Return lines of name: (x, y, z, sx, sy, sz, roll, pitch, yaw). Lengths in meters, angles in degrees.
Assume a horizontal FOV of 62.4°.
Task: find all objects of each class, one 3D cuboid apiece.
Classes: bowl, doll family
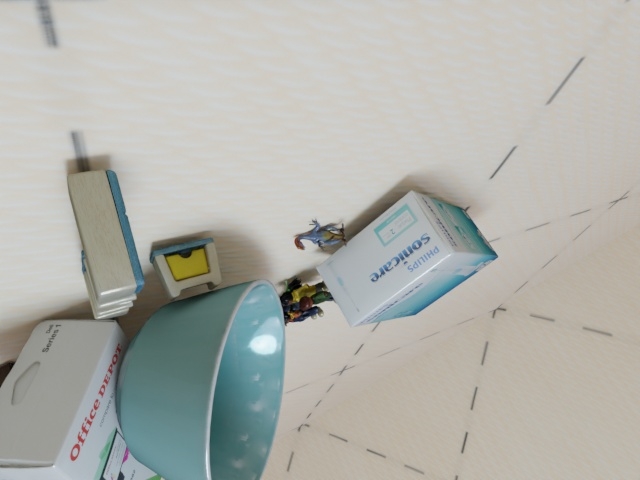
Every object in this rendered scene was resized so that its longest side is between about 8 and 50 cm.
bowl: (-0.167, 0.203, 0.743, 0.163, 0.312, 0.311, 4, 157, 11)
doll family: (-0.048, 0.121, 0.986, 0.111, 0.076, 0.193, -11, 153, -41)

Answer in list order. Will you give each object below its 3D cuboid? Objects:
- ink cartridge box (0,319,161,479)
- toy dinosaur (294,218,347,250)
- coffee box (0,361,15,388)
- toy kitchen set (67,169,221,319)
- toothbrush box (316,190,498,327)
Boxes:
ink cartridge box: (-0.317, 0.269, 0.736, 0.117, 0.201, 0.278, -2, 135, 8)
toy dinosaur: (0.000, 0.000, 0.848, 0.082, 0.047, 0.090, -9, 165, 2)
coffee box: (-0.444, 0.322, 0.858, 0.119, 0.168, 0.297, -26, 154, -2)
toy kitchen set: (-0.190, 0.002, 0.614, 0.166, 0.122, 0.207, -15, 172, -27)
toothbrush box: (0.167, 0.040, 0.955, 0.216, 0.126, 0.295, -40, 159, 24)
